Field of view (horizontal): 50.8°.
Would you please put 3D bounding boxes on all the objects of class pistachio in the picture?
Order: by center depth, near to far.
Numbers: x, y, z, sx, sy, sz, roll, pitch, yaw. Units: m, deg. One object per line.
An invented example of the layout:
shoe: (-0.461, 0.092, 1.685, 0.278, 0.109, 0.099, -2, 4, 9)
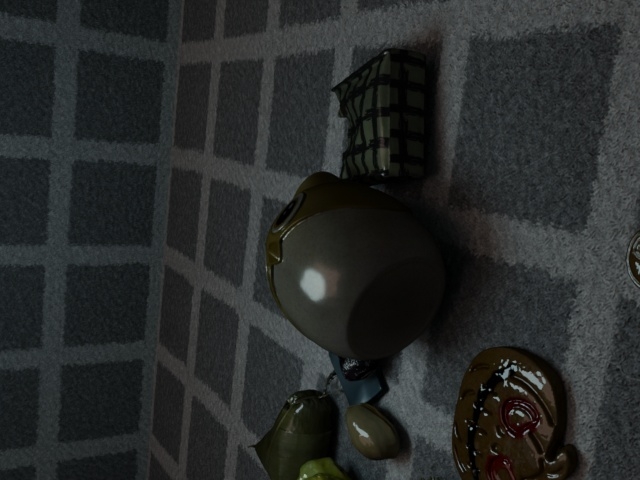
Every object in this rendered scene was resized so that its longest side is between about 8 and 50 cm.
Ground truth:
pistachio: (0.141, 0.516, 1.815, 0.185, 0.124, 0.124, 49, 131, 28)

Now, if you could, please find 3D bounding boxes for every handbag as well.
handbag: (0.149, -0.304, 1.792, 0.327, 0.162, 0.325, -5, 83, 63)
handbag: (0.109, 0.366, 1.944, 0.144, 0.057, 0.221, -52, 46, 34)

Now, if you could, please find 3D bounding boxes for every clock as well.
clock: (0.110, 0.271, 1.861, 0.194, 0.100, 0.195, -40, 55, 25)

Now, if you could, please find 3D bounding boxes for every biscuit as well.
biscuit: (0.607, 0.017, 1.178, 0.175, 0.026, 0.124, -59, 44, 39)
biscuit: (0.408, 0.419, 1.454, 0.314, 0.063, 0.367, 29, 112, 56)

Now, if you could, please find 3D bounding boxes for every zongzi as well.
zongzi: (-0.099, 0.570, 2.158, 0.418, 0.181, 0.447, 22, 105, 57)

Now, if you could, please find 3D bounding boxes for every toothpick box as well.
toothpick box: (0.061, 0.058, 1.679, 0.425, 0.409, 0.409, 43, 125, 46)

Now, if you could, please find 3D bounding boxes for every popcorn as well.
popcorn: (0.022, 0.787, 1.884, 0.312, 0.312, 0.312, -2, 88, 58)

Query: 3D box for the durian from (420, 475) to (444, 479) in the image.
durian: (0.267, 0.666, 1.599, 0.306, 0.172, 0.166, -24, 93, 47)
